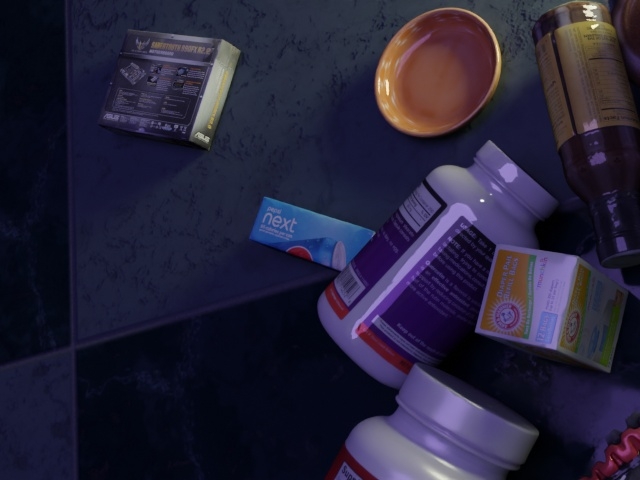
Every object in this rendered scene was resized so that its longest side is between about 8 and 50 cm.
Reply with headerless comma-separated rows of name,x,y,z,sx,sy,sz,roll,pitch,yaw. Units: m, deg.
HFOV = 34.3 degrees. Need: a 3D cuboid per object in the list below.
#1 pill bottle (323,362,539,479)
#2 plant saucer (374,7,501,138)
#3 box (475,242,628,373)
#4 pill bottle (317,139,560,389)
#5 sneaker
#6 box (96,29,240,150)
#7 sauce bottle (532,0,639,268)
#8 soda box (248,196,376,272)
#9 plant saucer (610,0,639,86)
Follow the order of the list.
pill bottle,0.093,0.367,1.270,0.229,0.229,0.407,30,93,35
plant saucer,0.173,-0.241,1.515,0.200,0.037,0.200,-10,70,30
box,0.282,0.084,1.248,0.103,0.203,0.114,11,82,34
pill bottle,0.158,0.030,1.358,0.323,0.181,0.181,-48,57,11
sneaker,0.335,0.331,1.205,0.276,0.098,0.135,-47,55,11
box,-0.265,-0.262,1.788,0.231,0.056,0.183,12,82,34
sauce bottle,0.353,-0.134,1.326,0.111,0.111,0.344,-17,69,28
soda box,0.000,0.000,1.536,0.210,0.067,0.071,18,86,35
plant saucer,0.466,-0.289,1.345,0.199,0.036,0.198,-9,72,29
